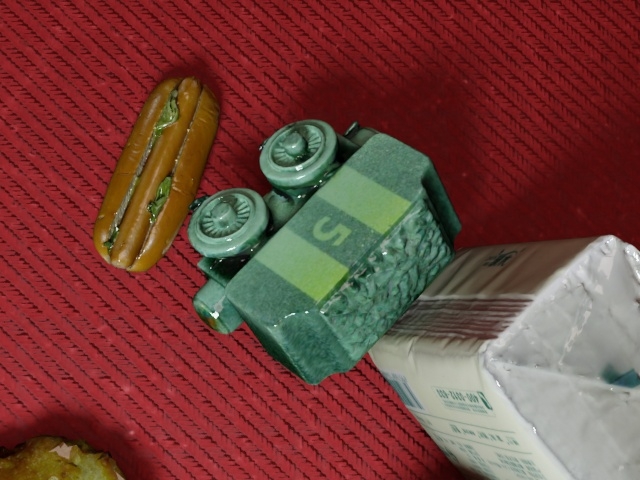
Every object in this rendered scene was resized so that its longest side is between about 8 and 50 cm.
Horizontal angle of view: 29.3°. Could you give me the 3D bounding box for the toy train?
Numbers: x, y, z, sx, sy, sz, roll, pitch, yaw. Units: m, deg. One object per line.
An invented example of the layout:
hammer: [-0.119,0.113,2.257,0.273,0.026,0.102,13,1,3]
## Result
toy train: [0.000,0.000,1.347,0.238,0.167,0.299,31,73,39]

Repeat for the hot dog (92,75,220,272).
hot dog: [-0.190,-0.080,1.434,0.100,0.068,0.249,19,76,-1]

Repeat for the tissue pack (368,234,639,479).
tissue pack: [0.240,0.158,1.251,0.207,0.380,0.297,-41,99,-13]

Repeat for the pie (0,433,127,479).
pie: [-0.308,0.387,1.302,0.288,0.103,0.354,8,73,-4]
